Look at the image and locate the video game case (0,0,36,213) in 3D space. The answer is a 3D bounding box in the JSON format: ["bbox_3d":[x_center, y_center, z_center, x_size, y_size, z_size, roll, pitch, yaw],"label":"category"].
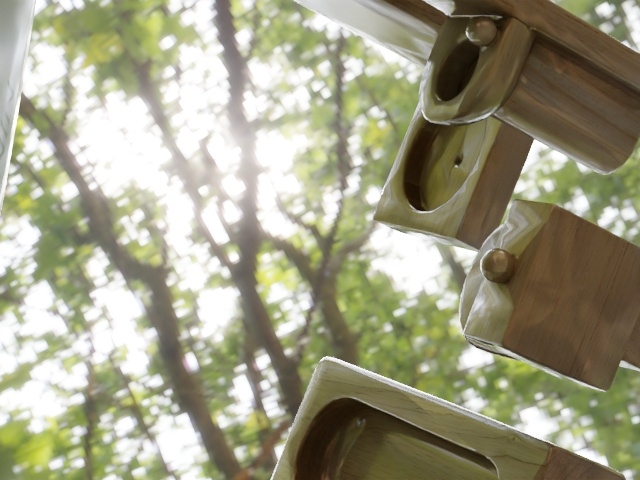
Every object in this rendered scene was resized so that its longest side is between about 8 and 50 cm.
[{"bbox_3d":[-0.099,-0.023,0.238,0.035,0.275,0.248,4,-111,4],"label":"video game case"}]

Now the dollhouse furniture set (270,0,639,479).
[{"bbox_3d":[0.000,0.000,0.395,0.123,0.144,0.151,24,-95,-28],"label":"dollhouse furniture set"}]
